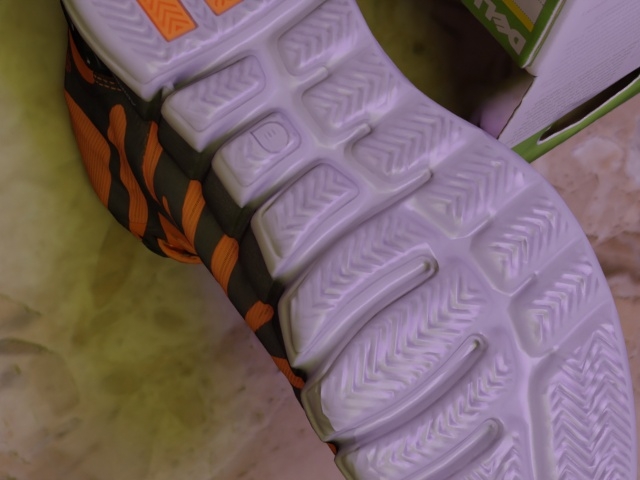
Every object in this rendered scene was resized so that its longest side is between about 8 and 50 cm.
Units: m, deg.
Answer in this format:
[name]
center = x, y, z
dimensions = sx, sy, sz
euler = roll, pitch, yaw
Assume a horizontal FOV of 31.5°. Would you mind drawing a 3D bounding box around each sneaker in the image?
[sneaker]
center = 0.000, 0.000, 0.482
dimensions = 0.124, 0.180, 0.321
euler = -30, 86, -17

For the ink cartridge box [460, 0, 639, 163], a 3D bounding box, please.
[ink cartridge box]
center = 0.132, -0.146, 0.537
dimensions = 0.188, 0.255, 0.097
euler = -32, 72, -24
